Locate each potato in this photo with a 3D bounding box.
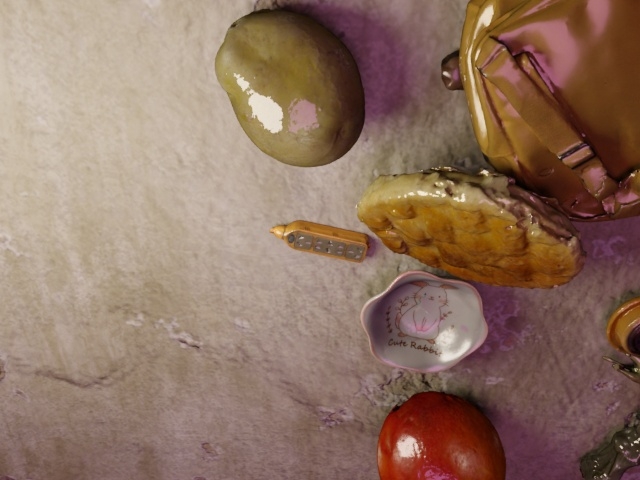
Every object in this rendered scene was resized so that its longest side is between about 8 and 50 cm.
[{"bbox_3d":[-0.040,-0.210,0.890,0.235,0.160,0.178,41,79,-7],"label":"potato"}]

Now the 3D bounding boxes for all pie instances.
[{"bbox_3d":[0.225,-0.013,0.960,0.339,0.083,0.339,18,163,6],"label":"pie"}]

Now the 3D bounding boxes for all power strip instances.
[{"bbox_3d":[0.000,0.000,1.105,0.178,0.028,0.049,12,125,-5],"label":"power strip"}]

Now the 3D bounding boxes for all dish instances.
[{"bbox_3d":[0.184,0.132,1.158,0.229,0.081,0.229,1,121,2],"label":"dish"}]

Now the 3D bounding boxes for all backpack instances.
[{"bbox_3d":[0.352,-0.204,0.843,0.353,0.201,0.378,-15,120,12],"label":"backpack"}]

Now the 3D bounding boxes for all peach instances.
[{"bbox_3d":[0.239,0.428,1.268,0.281,0.281,0.238,27,165,-15],"label":"peach"}]

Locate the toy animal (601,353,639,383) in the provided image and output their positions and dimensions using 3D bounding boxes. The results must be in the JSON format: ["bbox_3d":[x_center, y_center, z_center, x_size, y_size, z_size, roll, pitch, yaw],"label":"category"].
[{"bbox_3d":[0.638,0.259,1.224,0.220,0.086,0.069,22,84,-6],"label":"toy animal"}]

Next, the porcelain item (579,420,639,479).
[{"bbox_3d":[0.637,0.442,1.345,0.069,0.081,0.216,19,123,-10],"label":"porcelain item"}]

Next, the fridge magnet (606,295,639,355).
[{"bbox_3d":[0.593,0.157,1.163,0.143,0.063,0.143,-1,124,-1],"label":"fridge magnet"}]
